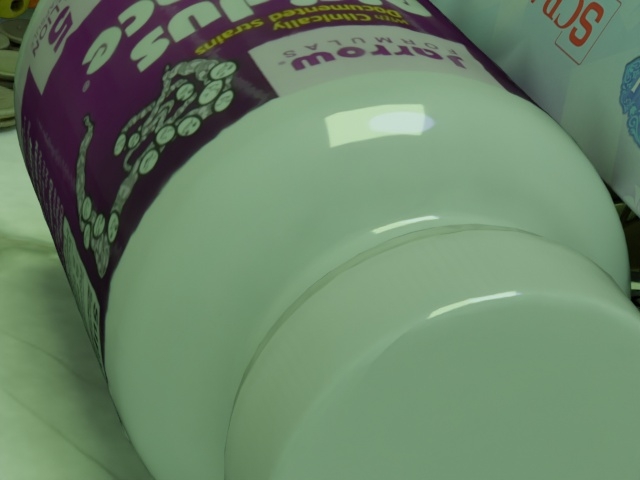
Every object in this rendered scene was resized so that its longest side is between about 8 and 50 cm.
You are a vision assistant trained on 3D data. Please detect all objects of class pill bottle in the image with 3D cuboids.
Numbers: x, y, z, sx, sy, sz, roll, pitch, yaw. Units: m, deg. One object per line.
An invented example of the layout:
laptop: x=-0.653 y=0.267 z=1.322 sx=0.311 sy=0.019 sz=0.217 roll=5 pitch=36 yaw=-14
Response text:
pill bottle: x=0.000 y=0.000 z=0.583 sx=0.169 sy=0.169 sz=0.301 roll=2 pitch=26 yaw=-21

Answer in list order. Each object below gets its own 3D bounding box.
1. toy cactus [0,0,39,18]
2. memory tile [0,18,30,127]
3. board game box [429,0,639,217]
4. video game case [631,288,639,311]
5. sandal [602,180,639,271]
toy cactus: x=-0.228 y=-0.146 z=0.829 sx=0.180 sy=0.219 sz=0.112 roll=-22 pitch=-7 yaw=25
memory tile: x=-0.145 y=-0.089 z=0.899 sx=0.148 sy=0.012 sz=0.113 roll=-13 pitch=34 yaw=-41
board game box: x=0.225 y=0.007 z=0.635 sx=0.318 sy=0.066 sz=0.319 roll=26 pitch=16 yaw=-27
video game case: x=0.179 y=0.088 z=0.621 sx=0.210 sy=0.042 sz=0.232 roll=4 pitch=26 yaw=-21
sandal: x=0.194 y=-0.015 z=0.839 sx=0.180 sy=0.072 sz=0.049 roll=0 pitch=5 yaw=-14
